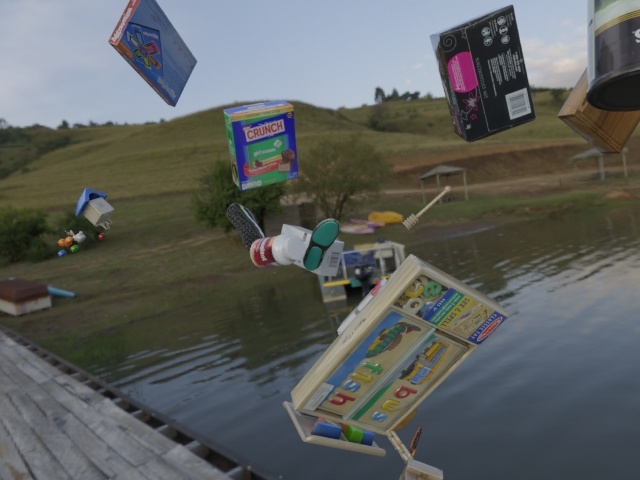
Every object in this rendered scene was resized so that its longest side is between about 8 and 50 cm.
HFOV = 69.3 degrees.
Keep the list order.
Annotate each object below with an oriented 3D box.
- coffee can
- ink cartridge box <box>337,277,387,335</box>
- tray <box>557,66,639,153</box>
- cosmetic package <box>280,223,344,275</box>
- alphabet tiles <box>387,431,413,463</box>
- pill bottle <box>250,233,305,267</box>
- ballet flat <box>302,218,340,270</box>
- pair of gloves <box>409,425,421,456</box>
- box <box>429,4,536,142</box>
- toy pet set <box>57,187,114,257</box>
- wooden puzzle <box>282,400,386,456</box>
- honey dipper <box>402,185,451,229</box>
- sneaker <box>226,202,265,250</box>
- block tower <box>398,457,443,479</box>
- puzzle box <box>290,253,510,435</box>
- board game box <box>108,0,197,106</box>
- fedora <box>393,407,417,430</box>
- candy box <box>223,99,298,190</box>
[{"bbox_3d":[0.671,-0.440,0.970,0.202,0.275,0.201,4,-8,1],"label":"coffee can"},{"bbox_3d":[0.182,0.251,1.448,0.218,0.159,0.092,-50,-4,18],"label":"ink cartridge box"},{"bbox_3d":[0.877,-0.479,1.328,0.203,0.410,0.076,31,1,-16],"label":"tray"},{"bbox_3d":[-0.038,0.029,1.509,0.086,0.117,0.231,8,8,-45],"label":"cosmetic package"},{"bbox_3d":[0.250,0.652,1.440,0.021,0.277,0.284,-34,47,-9],"label":"alphabet tiles"},{"bbox_3d":[-0.116,0.028,1.259,0.152,0.085,0.086,-10,1,45],"label":"pill bottle"},{"bbox_3d":[0.000,0.000,1.287,0.070,0.070,0.188,-12,-37,-46],"label":"ballet flat"},{"bbox_3d":[0.250,0.528,1.221,0.010,0.074,0.083,21,-13,12],"label":"pair of gloves"},{"bbox_3d":[0.367,-0.375,1.053,0.164,0.247,0.142,-19,22,10],"label":"box"},{"bbox_3d":[-0.481,-0.043,0.935,0.114,0.065,0.122,-46,0,25],"label":"toy pet set"},{"bbox_3d":[0.048,0.691,1.760,0.322,0.080,0.348,19,-4,-19],"label":"wooden puzzle"},{"bbox_3d":[0.293,-0.090,1.258,0.161,0.030,0.030,-41,0,6],"label":"honey dipper"},{"bbox_3d":[-0.242,-0.048,1.645,0.084,0.234,0.097,-46,-26,24],"label":"sneaker"},{"bbox_3d":[0.200,0.703,1.135,0.091,0.335,0.097,18,18,6],"label":"block tower"},{"bbox_3d":[0.162,0.240,0.966,0.272,0.408,0.052,26,22,-28],"label":"puzzle box"},{"bbox_3d":[-0.387,-0.448,1.105,0.027,0.145,0.281,21,-7,10],"label":"board game box"},{"bbox_3d":[0.205,0.472,1.299,0.194,0.079,0.194,-39,6,5],"label":"fedora"},{"bbox_3d":[-0.239,-0.393,1.906,0.268,0.316,0.122,-17,33,-23],"label":"candy box"}]
